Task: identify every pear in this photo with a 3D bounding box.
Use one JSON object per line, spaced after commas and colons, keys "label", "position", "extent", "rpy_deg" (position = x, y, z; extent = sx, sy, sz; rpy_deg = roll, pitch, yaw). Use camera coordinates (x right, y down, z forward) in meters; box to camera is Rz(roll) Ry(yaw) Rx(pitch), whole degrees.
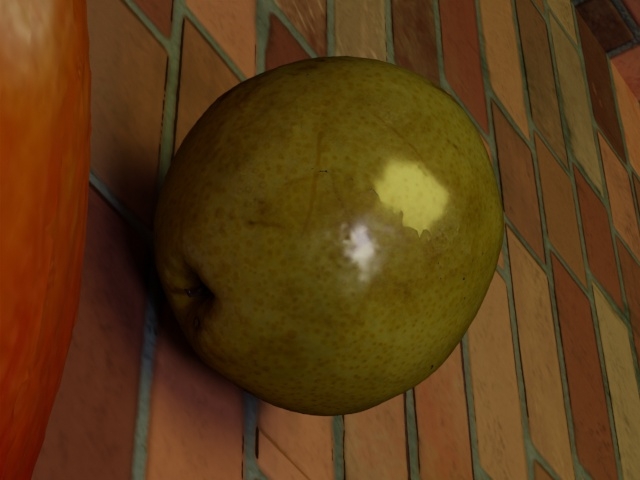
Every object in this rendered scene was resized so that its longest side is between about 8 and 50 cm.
{"label": "pear", "position": [0.000, 0.000, 1.080], "extent": [0.209, 0.209, 0.209], "rpy_deg": [49, 26, -35]}

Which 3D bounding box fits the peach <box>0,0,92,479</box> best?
{"label": "peach", "position": [-0.211, -0.001, 0.380], "extent": [0.370, 0.370, 0.370], "rpy_deg": [49, 26, -35]}
